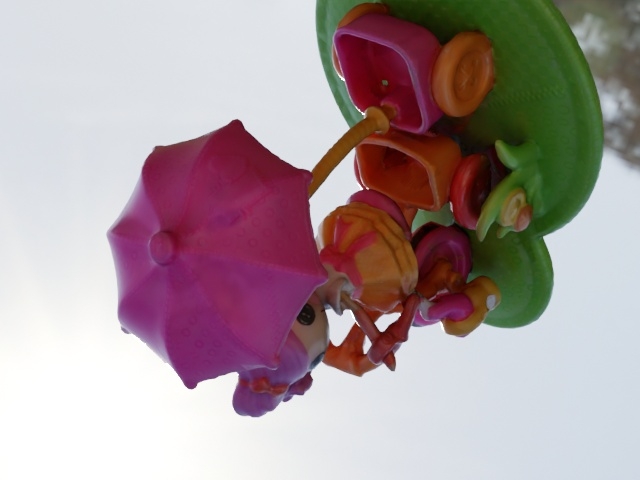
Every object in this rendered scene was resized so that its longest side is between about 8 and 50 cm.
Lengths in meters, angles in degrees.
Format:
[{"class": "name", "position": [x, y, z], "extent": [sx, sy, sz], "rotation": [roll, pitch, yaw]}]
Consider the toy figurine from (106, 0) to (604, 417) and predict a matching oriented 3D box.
[{"class": "toy figurine", "position": [0.000, 0.000, 0.615], "extent": [0.130, 0.173, 0.159], "rotation": [23, -133, 38]}]
